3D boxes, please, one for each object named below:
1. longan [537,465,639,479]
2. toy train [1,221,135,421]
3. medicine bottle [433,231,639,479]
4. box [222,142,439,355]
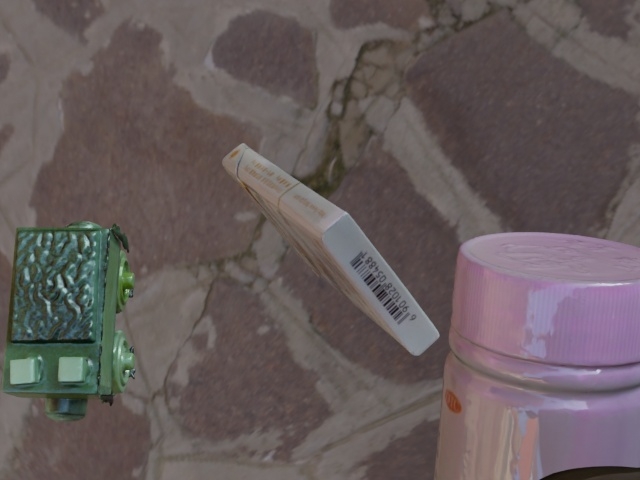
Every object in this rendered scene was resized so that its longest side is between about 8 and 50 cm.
[{"bbox_3d":[0.205,0.273,0.716,0.258,0.258,0.258,3,74,-10],"label":"longan"},{"bbox_3d":[-0.332,0.102,1.497,0.159,0.188,0.271,1,78,3],"label":"toy train"},{"bbox_3d":[0.215,0.163,1.075,0.202,0.202,0.315,2,104,-10],"label":"medicine bottle"},{"bbox_3d":[0.001,-0.001,0.835,0.032,0.220,0.122,-42,117,-5],"label":"box"}]
